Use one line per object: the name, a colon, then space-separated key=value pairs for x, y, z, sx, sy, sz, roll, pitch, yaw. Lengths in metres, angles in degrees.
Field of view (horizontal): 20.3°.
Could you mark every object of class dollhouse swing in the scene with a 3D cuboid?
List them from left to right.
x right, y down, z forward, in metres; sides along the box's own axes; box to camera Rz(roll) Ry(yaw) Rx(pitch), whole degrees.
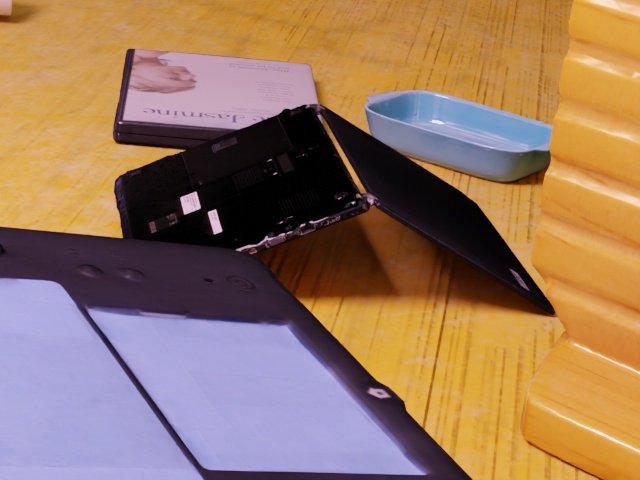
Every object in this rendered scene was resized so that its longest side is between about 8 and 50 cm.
dollhouse swing: x=0.172 y=-0.011 z=0.906 sx=0.315 sy=0.347 sz=0.305 roll=23 pitch=26 yaw=38

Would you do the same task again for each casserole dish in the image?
casserole dish: x=0.124 y=-0.091 z=1.562 sx=0.188 sy=0.037 sz=0.114 roll=20 pitch=23 yaw=30

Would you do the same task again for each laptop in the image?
laptop: x=0.000 y=0.000 z=1.308 sx=0.264 sy=0.137 sz=0.234 roll=-21 pitch=23 yaw=-2

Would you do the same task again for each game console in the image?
game console: x=-0.103 y=0.084 z=0.906 sx=0.342 sy=0.060 sz=0.386 roll=1 pitch=25 yaw=-29

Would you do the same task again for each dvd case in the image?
dvd case: x=-0.091 y=-0.126 z=1.611 sx=0.180 sy=0.022 sz=0.253 roll=5 pitch=20 yaw=-6

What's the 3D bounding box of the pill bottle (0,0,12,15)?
pill bottle: x=-0.381 y=-0.266 z=1.816 sx=0.137 sy=0.078 sz=0.078 roll=3 pitch=20 yaw=-10
